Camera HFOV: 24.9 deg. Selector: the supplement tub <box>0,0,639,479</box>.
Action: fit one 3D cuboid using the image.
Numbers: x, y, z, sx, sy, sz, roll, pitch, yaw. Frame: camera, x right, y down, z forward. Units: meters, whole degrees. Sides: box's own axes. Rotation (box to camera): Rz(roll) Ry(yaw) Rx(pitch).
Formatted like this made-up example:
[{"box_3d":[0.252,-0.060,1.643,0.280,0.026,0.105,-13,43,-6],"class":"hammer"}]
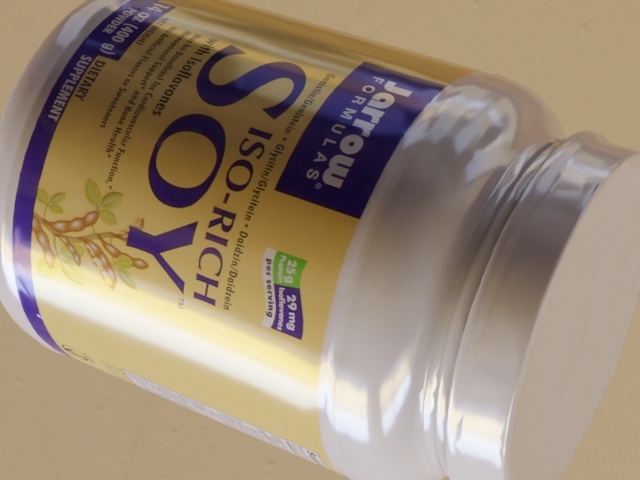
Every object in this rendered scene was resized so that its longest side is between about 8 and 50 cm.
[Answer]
[{"box_3d":[0.000,0.000,0.838,0.331,0.241,0.241,19,-99,25],"class":"supplement tub"}]
